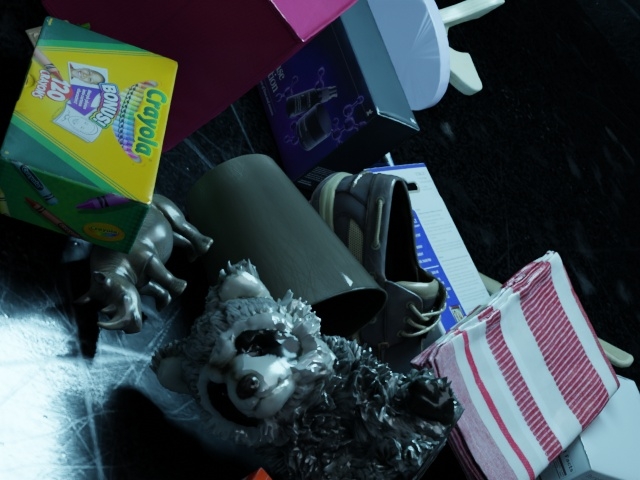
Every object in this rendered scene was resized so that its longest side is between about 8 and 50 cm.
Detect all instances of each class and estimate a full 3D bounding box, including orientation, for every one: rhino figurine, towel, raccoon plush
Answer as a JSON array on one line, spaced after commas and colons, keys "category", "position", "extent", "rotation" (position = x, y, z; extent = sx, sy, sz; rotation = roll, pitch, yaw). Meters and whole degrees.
[{"category": "rhino figurine", "position": [-0.203, 0.030, 1.532], "extent": [0.106, 0.073, 0.243], "rotation": [39, 33, -9]}, {"category": "towel", "position": [0.274, 0.183, 1.840], "extent": [0.329, 0.037, 0.237], "rotation": [-35, 102, -40]}, {"category": "raccoon plush", "position": [-0.022, 0.197, 1.573], "extent": [0.299, 0.216, 0.446], "rotation": [36, -14, 10]}]

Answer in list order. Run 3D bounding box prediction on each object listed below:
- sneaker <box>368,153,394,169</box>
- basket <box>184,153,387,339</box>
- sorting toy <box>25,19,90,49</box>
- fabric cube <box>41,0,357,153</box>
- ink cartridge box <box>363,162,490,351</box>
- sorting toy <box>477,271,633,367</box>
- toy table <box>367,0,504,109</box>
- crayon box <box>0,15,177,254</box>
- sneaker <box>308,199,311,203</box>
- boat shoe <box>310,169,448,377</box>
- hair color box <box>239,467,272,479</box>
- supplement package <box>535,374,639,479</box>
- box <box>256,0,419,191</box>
[{"category": "sneaker", "position": [0.063, -0.159, 2.132], "extent": [0.211, 0.080, 0.081], "rotation": [58, 32, 5]}, {"category": "basket", "position": [-0.060, 0.020, 1.672], "extent": [0.227, 0.204, 0.154], "rotation": [61, -16, 25]}, {"category": "sorting toy", "position": [-0.313, -0.242, 1.691], "extent": [0.083, 0.012, 0.062], "rotation": [-21, 72, -31]}, {"category": "fabric cube", "position": [-0.150, -0.314, 1.790], "extent": [0.259, 0.258, 0.254], "rotation": [52, 30, -5]}, {"category": "ink cartridge box", "position": [0.164, 0.070, 1.917], "extent": [0.176, 0.069, 0.371], "rotation": [-10, 74, -57]}, {"category": "sorting toy", "position": [0.323, 0.115, 2.105], "extent": [0.229, 0.041, 0.307], "rotation": [29, 1, -13]}, {"category": "toy table", "position": [0.178, -0.368, 2.388], "extent": [0.161, 0.252, 0.274], "rotation": [-17, 95, -45]}, {"category": "crayon box", "position": [-0.262, -0.122, 1.540], "extent": [0.165, 0.081, 0.278], "rotation": [18, 39, -14]}, {"category": "sneaker", "position": [0.000, 0.000, 1.861], "extent": [0.236, 0.095, 0.104], "rotation": [-19, 83, -62]}, {"category": "boat shoe", "position": [0.087, 0.081, 1.776], "extent": [0.132, 0.130, 0.355], "rotation": [-24, 101, -54]}, {"category": "hair color box", "position": [-0.047, 0.328, 1.427], "extent": [0.167, 0.093, 0.053], "rotation": [49, 30, -9]}, {"category": "supplement package", "position": [0.381, 0.302, 2.051], "extent": [0.262, 0.145, 0.204], "rotation": [22, 42, -44]}, {"category": "box", "position": [0.011, -0.226, 2.016], "extent": [0.103, 0.184, 0.261], "rotation": [18, 45, -49]}]
